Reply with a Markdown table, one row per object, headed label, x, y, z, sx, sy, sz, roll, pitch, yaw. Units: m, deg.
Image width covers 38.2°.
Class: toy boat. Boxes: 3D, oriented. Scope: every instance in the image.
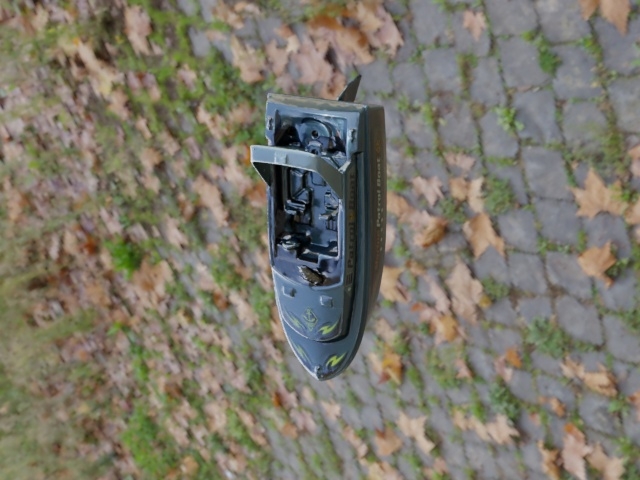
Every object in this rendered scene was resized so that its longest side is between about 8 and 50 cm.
| label | x | y | z | sx | sy | sz | roll | pitch | yaw |
| --- | --- | --- | --- | --- | --- | --- | --- | --- | --- |
| toy boat | 0.000 | 0.000 | 0.722 | 0.093 | 0.103 | 0.246 | 13 | 114 | 31 |
